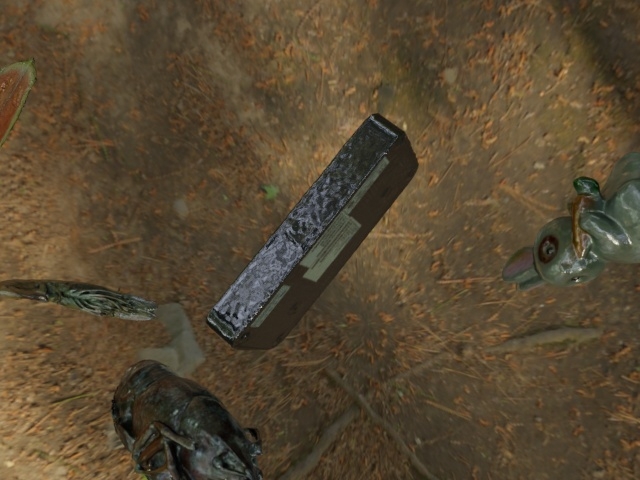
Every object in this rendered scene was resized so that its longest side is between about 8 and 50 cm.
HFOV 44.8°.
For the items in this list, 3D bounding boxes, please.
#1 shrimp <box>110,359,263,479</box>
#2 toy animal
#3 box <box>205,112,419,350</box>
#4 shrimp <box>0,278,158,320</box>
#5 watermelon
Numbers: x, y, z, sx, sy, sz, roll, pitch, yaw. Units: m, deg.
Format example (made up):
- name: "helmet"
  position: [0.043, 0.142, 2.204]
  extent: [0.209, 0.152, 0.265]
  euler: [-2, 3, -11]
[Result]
- name: "shrimp"
  position: [-0.133, 0.253, 0.930]
  extent: [0.372, 0.172, 0.137]
  euler: [33, 103, 45]
- name: "toy animal"
  position: [0.309, 0.004, 0.880]
  extent: [0.138, 0.108, 0.236]
  euler: [39, 117, -2]
- name: "box"
  position: [0.000, 0.000, 1.052]
  extent: [0.058, 0.211, 0.350]
  euler: [39, 93, 17]
- name: "shrimp"
  position: [-0.441, 0.102, 1.367]
  extent: [0.296, 0.169, 0.058]
  euler: [8, 93, 14]
- name: "watermelon"
  position: [-0.528, -0.187, 1.246]
  extent: [0.063, 0.119, 0.245]
  euler: [32, 82, -23]
